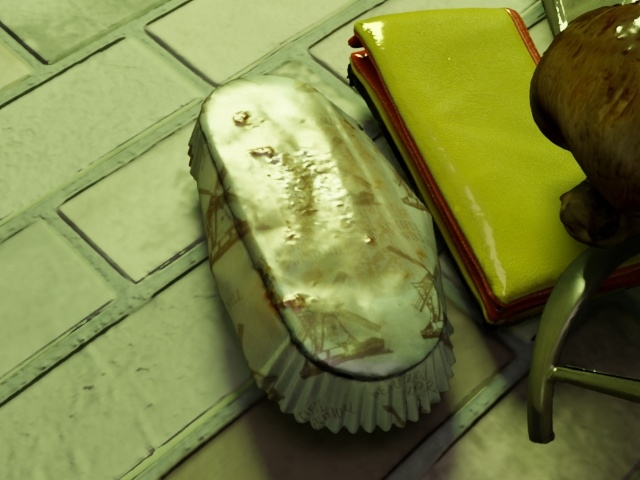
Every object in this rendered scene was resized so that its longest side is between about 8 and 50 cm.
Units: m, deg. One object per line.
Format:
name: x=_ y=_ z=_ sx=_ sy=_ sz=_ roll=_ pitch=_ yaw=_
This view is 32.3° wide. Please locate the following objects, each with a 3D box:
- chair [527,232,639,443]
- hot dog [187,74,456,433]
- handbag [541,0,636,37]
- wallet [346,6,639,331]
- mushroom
chair: x=0.264 y=0.096 z=0.590 sx=0.188 sy=0.166 sz=0.272 roll=-38 pitch=31 yaw=-29
hot dog: x=0.000 y=0.000 z=0.692 sx=0.144 sy=0.075 sz=0.268 roll=-8 pitch=50 yaw=-16
handbag: x=0.244 y=-0.199 z=0.844 sx=0.182 sy=0.117 sz=0.270 roll=7 pitch=47 yaw=-13
wallet: x=0.123 y=-0.057 z=0.758 sx=0.141 sy=0.067 sz=0.241 roll=-13 pitch=59 yaw=-20
mushroom: x=0.221 y=-0.079 z=0.630 sx=0.194 sy=0.138 sz=0.231 roll=-12 pitch=20 yaw=-6
